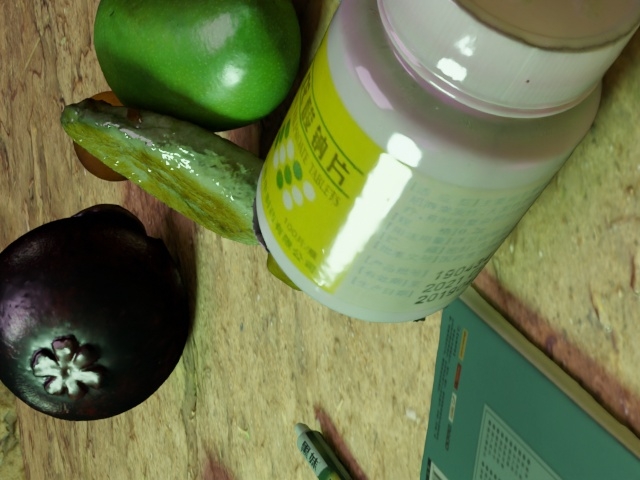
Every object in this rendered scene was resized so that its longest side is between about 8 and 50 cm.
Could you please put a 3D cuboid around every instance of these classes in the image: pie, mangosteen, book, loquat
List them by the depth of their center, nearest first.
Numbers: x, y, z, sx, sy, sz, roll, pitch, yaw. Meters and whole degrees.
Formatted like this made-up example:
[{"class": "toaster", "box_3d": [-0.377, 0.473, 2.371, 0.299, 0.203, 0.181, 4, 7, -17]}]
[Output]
[{"class": "book", "box_3d": [0.183, 0.228, 1.274, 0.379, 0.031, 0.264, -134, 43, -57]}, {"class": "pie", "box_3d": [-0.167, -0.087, 1.785, 0.070, 0.323, 0.323, -62, 20, -11]}, {"class": "mangosteen", "box_3d": [-0.333, 0.093, 2.192, 0.347, 0.307, 0.307, -79, -1, -59]}, {"class": "loquat", "box_3d": [-0.300, -0.153, 2.235, 0.141, 0.141, 0.141, 175, 90, -68]}]

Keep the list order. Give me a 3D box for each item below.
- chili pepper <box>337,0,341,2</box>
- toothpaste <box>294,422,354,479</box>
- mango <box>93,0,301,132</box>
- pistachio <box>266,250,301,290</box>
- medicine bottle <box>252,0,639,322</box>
[{"class": "chili pepper", "box_3d": [0.040, -0.286, 1.506, 0.050, 0.041, 0.153, 23, 125, 17]}, {"class": "toothpaste", "box_3d": [0.018, 0.266, 1.682, 0.204, 0.031, 0.049, -130, 40, -50]}, {"class": "mango", "box_3d": [-0.136, -0.235, 1.734, 0.382, 0.201, 0.225, -174, 84, -64]}, {"class": "pistachio", "box_3d": [-0.003, 0.002, 1.583, 0.100, 0.110, 0.189, 57, 163, -16]}, {"class": "medicine bottle", "box_3d": [0.093, -0.105, 1.190, 0.378, 0.213, 0.213, 120, 140, -53]}]
